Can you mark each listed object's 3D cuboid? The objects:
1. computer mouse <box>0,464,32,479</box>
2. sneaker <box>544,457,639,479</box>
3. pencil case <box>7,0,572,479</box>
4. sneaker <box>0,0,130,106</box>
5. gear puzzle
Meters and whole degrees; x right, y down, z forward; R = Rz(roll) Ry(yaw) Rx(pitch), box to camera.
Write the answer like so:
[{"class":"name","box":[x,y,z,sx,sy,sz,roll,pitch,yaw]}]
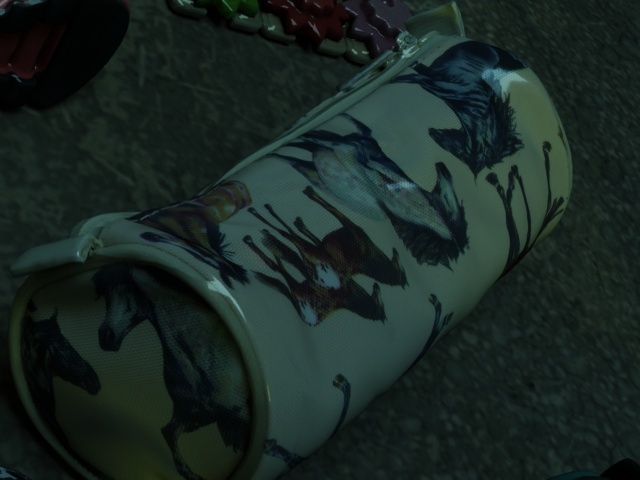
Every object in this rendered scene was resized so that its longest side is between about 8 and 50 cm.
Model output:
[{"class":"computer mouse","box":[-0.110,0.182,0.666,0.242,0.041,0.071,36,41,0]},{"class":"sneaker","box":[0.134,0.208,0.796,0.302,0.108,0.121,-7,60,-53]},{"class":"pencil case","box":[0.000,0.000,0.811,0.410,0.160,0.183,-36,98,-50]},{"class":"sneaker","box":[-0.264,-0.149,0.785,0.314,0.116,0.136,-4,48,-50]},{"class":"gear puzzle","box":[-0.059,-0.234,1.061,0.339,0.044,0.175,10,50,-34]}]
